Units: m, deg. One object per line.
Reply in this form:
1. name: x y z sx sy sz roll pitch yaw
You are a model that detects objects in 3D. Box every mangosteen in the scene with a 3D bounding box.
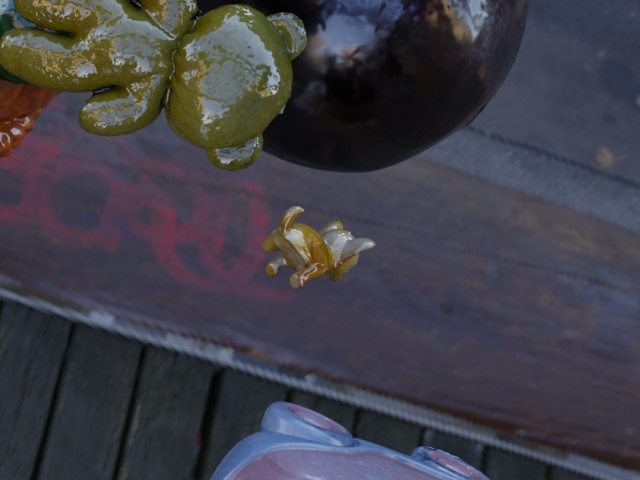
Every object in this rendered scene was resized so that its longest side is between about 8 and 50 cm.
1. mangosteen: 0.042 -0.274 1.301 0.382 0.435 0.382 32 23 -15

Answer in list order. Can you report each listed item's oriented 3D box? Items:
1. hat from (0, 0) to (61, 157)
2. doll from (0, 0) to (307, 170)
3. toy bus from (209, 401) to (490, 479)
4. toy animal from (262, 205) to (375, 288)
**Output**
1. hat: -0.384 -0.241 1.635 0.285 0.400 0.285 22 61 -46
2. doll: -0.122 -0.133 1.011 0.209 0.097 0.137 20 89 -4
3. toy bus: 0.046 0.260 1.001 0.294 0.232 0.197 23 94 -27
4. toy animal: 0.000 0.000 1.055 0.083 0.060 0.081 -24 121 -37
